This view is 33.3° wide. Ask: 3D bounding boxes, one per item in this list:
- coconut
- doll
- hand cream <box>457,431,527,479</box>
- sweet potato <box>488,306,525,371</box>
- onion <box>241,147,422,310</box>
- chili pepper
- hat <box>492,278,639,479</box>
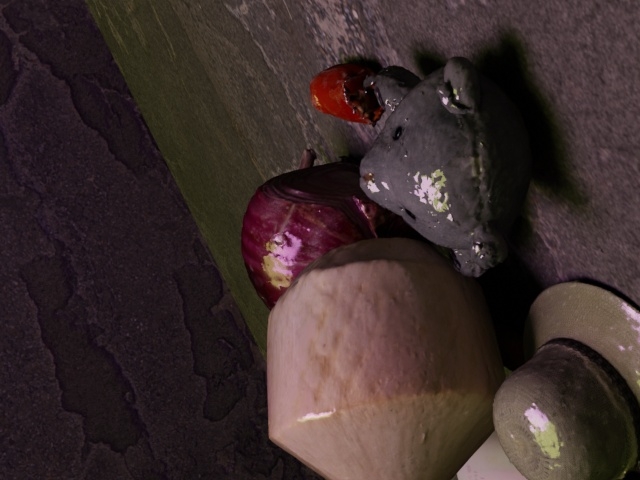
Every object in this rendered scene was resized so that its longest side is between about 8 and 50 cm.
[{"bbox_3d":[0.077,0.165,1.235,0.328,0.329,0.328,53,164,22],"label":"coconut"},{"bbox_3d":[0.107,-0.067,1.123,0.340,0.158,0.245,-176,67,-75],"label":"doll"},{"bbox_3d":[0.299,0.295,1.311,0.185,0.118,0.359,66,157,-6],"label":"hand cream"},{"bbox_3d":[0.215,0.110,1.321,0.255,0.058,0.078,45,144,50],"label":"sweet potato"},{"bbox_3d":[0.010,0.016,1.483,0.256,0.230,0.272,61,158,-10],"label":"onion"},{"bbox_3d":[0.034,-0.183,1.320,0.123,0.073,0.070,24,100,62],"label":"chili pepper"},{"bbox_3d":[0.251,0.181,1.089,0.257,0.130,0.257,45,148,39],"label":"hat"}]
